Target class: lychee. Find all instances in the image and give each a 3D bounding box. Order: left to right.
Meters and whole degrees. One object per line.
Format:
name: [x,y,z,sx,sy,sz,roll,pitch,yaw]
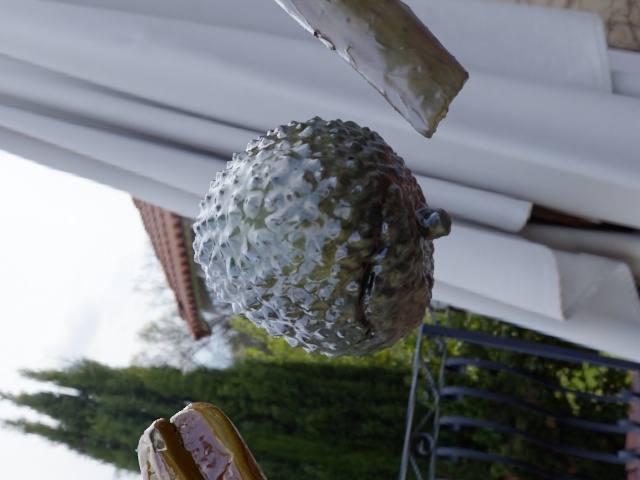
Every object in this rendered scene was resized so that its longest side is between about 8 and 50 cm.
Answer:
lychee: [0.000,0.000,0.823,0.255,0.274,0.256,-9,-90,-76]

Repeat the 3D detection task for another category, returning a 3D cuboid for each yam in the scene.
yam: [-0.010,-0.156,0.461,0.057,0.241,0.057,-46,2,2]

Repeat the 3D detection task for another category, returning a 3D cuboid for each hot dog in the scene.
hot dog: [-0.085,0.269,0.727,0.269,0.115,0.072,55,138,32]
